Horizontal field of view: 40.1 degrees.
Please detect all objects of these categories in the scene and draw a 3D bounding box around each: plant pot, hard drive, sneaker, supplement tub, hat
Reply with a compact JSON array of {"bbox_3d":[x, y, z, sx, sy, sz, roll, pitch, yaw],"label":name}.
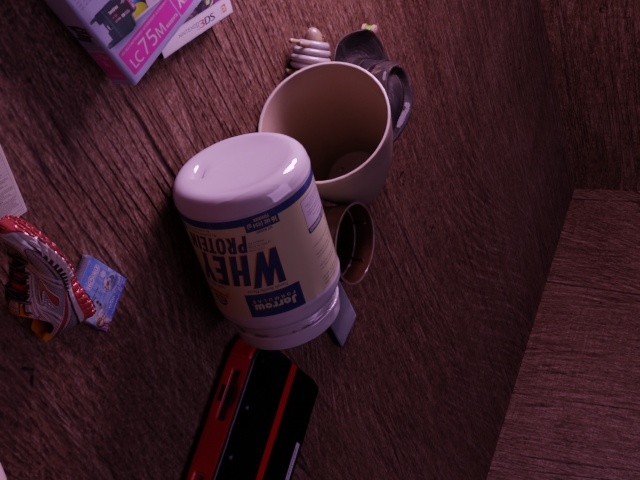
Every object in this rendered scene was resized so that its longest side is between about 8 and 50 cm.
[{"bbox_3d":[0.042,-0.175,1.758,0.274,0.256,0.256,52,50,-64],"label":"plant pot"},{"bbox_3d":[0.000,0.000,1.759,0.167,0.165,0.167,-14,106,-58],"label":"plant pot"},{"bbox_3d":[0.037,0.164,1.994,0.094,0.022,0.135,-63,144,-33],"label":"hard drive"},{"bbox_3d":[-0.374,0.058,1.159,0.093,0.088,0.225,-41,144,-23],"label":"sneaker"},{"bbox_3d":[-0.098,0.004,1.514,0.235,0.235,0.324,-54,138,-43],"label":"supplement tub"},{"bbox_3d":[0.126,-0.298,1.944,0.331,0.134,0.331,-31,128,-52],"label":"hat"}]

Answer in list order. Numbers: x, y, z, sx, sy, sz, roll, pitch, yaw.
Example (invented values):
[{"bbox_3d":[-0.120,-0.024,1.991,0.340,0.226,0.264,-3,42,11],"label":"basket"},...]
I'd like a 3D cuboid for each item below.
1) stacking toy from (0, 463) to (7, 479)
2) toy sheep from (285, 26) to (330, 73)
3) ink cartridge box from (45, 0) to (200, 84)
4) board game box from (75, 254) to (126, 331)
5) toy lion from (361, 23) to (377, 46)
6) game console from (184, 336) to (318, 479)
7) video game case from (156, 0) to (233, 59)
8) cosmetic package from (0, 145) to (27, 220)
[{"bbox_3d":[-0.453,0.413,0.973,0.480,0.351,0.350,86,24,-55],"label":"stacking toy"},{"bbox_3d":[-0.022,-0.359,1.754,0.091,0.091,0.132,-20,125,-58],"label":"toy sheep"},{"bbox_3d":[-0.310,-0.390,1.219,0.185,0.065,0.311,-59,136,-21],"label":"ink cartridge box"},{"bbox_3d":[-0.339,0.081,1.318,0.090,0.020,0.090,44,57,-53],"label":"board game box"},{"bbox_3d":[0.107,-0.443,2.025,0.100,0.034,0.096,-53,145,-43],"label":"toy lion"},{"bbox_3d":[-0.130,0.404,1.713,0.342,0.060,0.386,54,49,-56],"label":"game console"},{"bbox_3d":[-0.238,-0.436,1.399,0.210,0.042,0.232,-50,135,-45],"label":"video game case"},{"bbox_3d":[-0.427,-0.074,1.118,0.060,0.041,0.115,-46,132,-47],"label":"cosmetic package"}]
